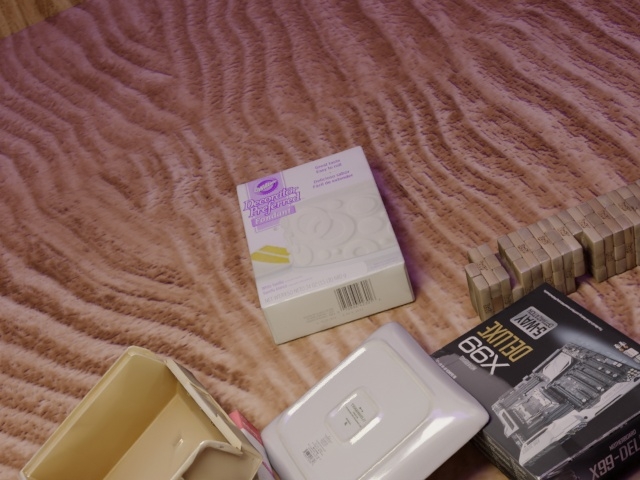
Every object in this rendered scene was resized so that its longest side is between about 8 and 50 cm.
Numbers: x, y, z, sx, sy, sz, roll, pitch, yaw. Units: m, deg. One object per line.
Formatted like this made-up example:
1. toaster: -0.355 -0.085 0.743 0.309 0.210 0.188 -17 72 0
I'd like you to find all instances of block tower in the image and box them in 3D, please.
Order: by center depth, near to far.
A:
1. block tower: 0.385 0.015 1.650 0.335 0.097 0.091 -21 41 -5

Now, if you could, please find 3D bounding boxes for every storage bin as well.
1. storage bin: -0.244 0.312 1.459 0.260 0.123 0.262 -50 38 -2

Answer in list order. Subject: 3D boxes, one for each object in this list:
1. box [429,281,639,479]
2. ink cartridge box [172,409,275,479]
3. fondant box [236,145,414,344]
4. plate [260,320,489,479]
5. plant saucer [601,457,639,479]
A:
1. box: 0.307 0.202 1.450 0.242 0.076 0.307 -30 32 -12
2. ink cartridge box: -0.124 0.346 1.482 0.115 0.067 0.198 -33 41 5
3. fondant box: 0.000 0.000 1.812 0.238 0.096 0.330 -18 39 1
4. plate: 0.054 0.252 1.477 0.278 0.045 0.277 -41 35 -2
5. plant saucer: 0.428 0.272 1.362 0.168 0.029 0.168 -25 17 8
